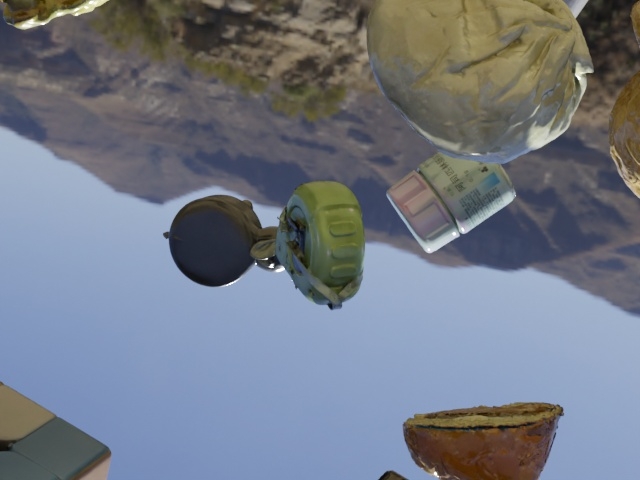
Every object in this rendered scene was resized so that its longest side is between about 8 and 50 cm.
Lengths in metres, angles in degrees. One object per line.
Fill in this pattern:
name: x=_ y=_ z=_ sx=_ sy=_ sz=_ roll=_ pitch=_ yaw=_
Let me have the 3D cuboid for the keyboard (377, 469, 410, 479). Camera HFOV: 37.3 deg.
keyboard: x=0.051 y=0.434 z=1.403 sx=0.230 sy=0.025 sz=0.094 roll=-40 pitch=-155 yaw=-19

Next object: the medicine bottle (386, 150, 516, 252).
medicine bottle: x=0.205 y=-0.074 z=1.494 sx=0.135 sy=0.168 sz=0.135 roll=54 pitch=-176 yaw=-5

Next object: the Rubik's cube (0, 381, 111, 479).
Rubik's cube: x=-0.569 y=0.438 z=1.418 sx=0.347 sy=0.346 sz=0.344 roll=23 pitch=-155 yaw=19

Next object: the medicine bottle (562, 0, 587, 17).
medicine bottle: x=0.390 y=-0.508 z=1.512 sx=0.208 sy=0.339 sz=0.208 roll=34 pitch=-175 yaw=-4

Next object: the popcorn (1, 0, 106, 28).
popcorn: x=-0.280 y=-0.315 z=0.923 sx=0.218 sy=0.169 sz=0.189 roll=28 pitch=-160 yaw=-37

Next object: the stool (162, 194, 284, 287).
stool: x=-0.156 y=0.008 z=1.667 sx=0.228 sy=0.153 sz=0.139 roll=31 pitch=-167 yaw=5

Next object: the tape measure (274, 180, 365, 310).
tape measure: x=0.000 y=0.000 z=1.201 sx=0.088 sy=0.154 sz=0.177 roll=-5 pitch=-149 yaw=-23

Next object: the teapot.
teapot: x=0.422 y=-0.142 z=1.097 sx=0.203 sy=0.311 sz=0.167 roll=-22 pitch=167 yaw=37

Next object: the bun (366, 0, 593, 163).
bun: x=0.159 y=-0.184 z=0.900 sx=0.229 sy=0.229 sz=0.145 roll=3 pitch=146 yaw=-41

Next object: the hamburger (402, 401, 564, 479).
hamburger: x=0.179 y=0.233 z=1.026 sx=0.176 sy=0.102 sz=0.087 roll=-8 pitch=174 yaw=13
